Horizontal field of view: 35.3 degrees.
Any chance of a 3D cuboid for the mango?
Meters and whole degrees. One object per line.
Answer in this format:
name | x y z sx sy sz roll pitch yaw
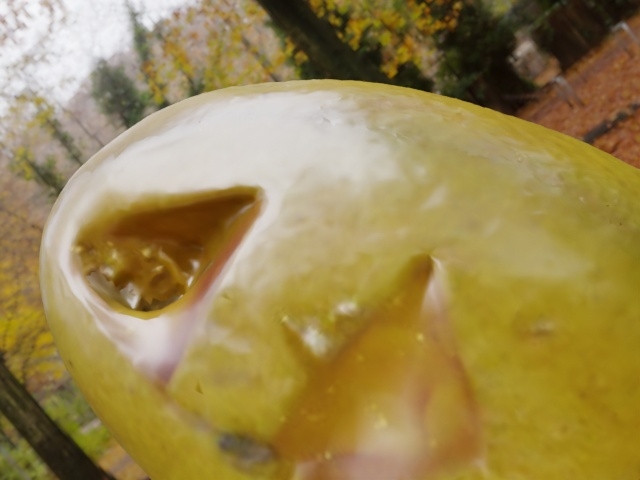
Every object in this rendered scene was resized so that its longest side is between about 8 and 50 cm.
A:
mango | 0.034 0.059 0.460 0.253 0.364 0.182 -68 -17 8
